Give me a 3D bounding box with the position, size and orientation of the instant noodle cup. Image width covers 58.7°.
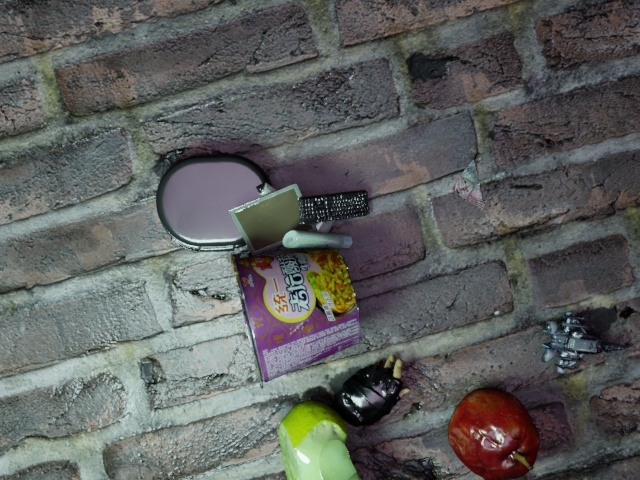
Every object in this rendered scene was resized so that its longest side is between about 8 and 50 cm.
[{"bbox_3d":[-0.060,0.161,1.397,0.266,0.340,0.340,-14,93,-8],"label":"instant noodle cup"}]

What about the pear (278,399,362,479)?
[{"bbox_3d":[0.001,0.553,1.459,0.176,0.286,0.282,-12,69,-18],"label":"pear"}]

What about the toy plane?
[{"bbox_3d":[0.707,0.279,1.513,0.246,0.078,0.169,8,92,-1],"label":"toy plane"}]

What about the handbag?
[{"bbox_3d":[-0.272,-0.097,1.484,0.308,0.093,0.253,-2,94,0],"label":"handbag"}]

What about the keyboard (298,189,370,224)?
[{"bbox_3d":[0.040,-0.086,1.449,0.231,0.023,0.072,-10,101,-39],"label":"keyboard"}]

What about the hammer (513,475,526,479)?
[{"bbox_3d":[0.600,0.812,1.554,0.168,0.044,0.440,-24,93,2],"label":"hammer"}]

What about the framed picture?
[{"bbox_3d":[-0.116,-0.051,1.421,0.183,0.011,0.142,-21,118,8],"label":"framed picture"}]

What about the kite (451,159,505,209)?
[{"bbox_3d":[0.426,-0.150,1.528,0.152,0.005,0.137,-12,95,0],"label":"kite"}]

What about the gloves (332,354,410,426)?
[{"bbox_3d":[0.145,0.391,1.502,0.164,0.124,0.203,29,108,-12],"label":"gloves"}]

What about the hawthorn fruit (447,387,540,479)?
[{"bbox_3d":[0.457,0.499,1.437,0.210,0.266,0.230,-9,96,-18],"label":"hawthorn fruit"}]

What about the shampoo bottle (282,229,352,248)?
[{"bbox_3d":[0.000,0.000,1.438,0.191,0.069,0.041,3,65,-38],"label":"shampoo bottle"}]

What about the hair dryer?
[{"bbox_3d":[-0.062,-0.092,1.460,0.236,0.073,0.131,30,91,-27],"label":"hair dryer"}]
